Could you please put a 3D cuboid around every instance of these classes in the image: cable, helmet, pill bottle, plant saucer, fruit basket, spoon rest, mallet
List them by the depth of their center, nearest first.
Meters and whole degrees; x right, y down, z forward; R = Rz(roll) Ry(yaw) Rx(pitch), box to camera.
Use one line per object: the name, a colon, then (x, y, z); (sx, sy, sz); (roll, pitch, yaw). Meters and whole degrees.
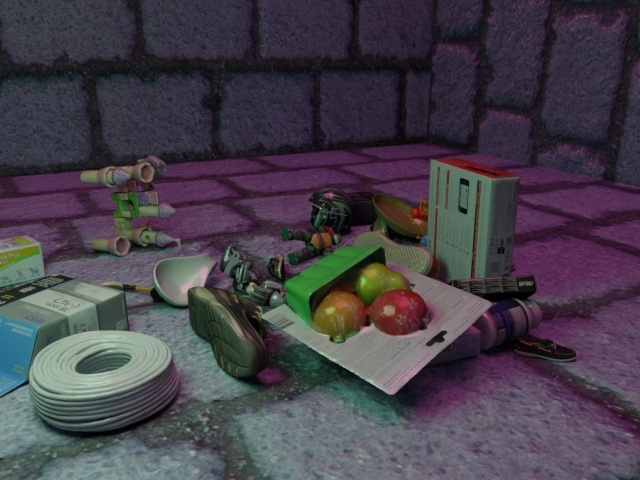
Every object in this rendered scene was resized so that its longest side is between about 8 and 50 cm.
cable: (-0.395, 0.248, 1.102); (0.257, 0.089, 0.257); (-9, 20, -27)
fruit basket: (0.111, 0.153, 1.224); (0.353, 0.165, 0.327); (27, 44, 36)
pill bottle: (0.406, 0.179, 1.327); (0.169, 0.094, 0.094); (-9, 20, -29)
spoon rest: (-0.346, 0.088, 1.579); (0.084, 0.137, 0.276); (-40, 2, 20)
mallet: (-0.474, 0.124, 1.591); (0.189, 0.039, 0.062); (6, 17, 30)
plant saucer: (0.280, -0.078, 2.092); (0.241, 0.037, 0.241); (24, 25, -12)
helmet: (0.039, -0.108, 2.113); (0.169, 0.162, 0.169); (0, 17, 0)

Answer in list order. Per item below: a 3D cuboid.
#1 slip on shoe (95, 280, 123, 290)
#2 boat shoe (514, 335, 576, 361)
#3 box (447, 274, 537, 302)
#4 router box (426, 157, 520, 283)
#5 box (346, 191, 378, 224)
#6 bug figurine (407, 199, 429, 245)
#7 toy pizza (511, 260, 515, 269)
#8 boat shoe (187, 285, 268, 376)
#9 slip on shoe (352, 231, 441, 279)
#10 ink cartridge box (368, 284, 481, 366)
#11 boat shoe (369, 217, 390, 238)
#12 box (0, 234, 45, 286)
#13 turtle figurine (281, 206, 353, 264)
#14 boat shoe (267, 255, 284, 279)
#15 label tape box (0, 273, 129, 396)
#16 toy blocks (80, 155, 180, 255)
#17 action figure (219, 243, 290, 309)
slip on shoe: (-0.576, 0.136, 1.540); (0.135, 0.051, 0.041); (-1, 56, -31)
boat shoe: (0.477, 0.226, 1.271); (0.125, 0.038, 0.046); (6, 19, 19)
box: (0.383, 0.127, 1.405); (0.190, 0.045, 0.184); (-2, -17, -2)
router box: (0.395, -0.035, 1.604); (0.082, 0.335, 0.301); (-6, 19, -18)
box: (0.147, -0.124, 2.280); (0.156, 0.093, 0.158); (-5, 17, -18)
bug figurine: (0.398, -0.032, 1.967); (0.216, 0.072, 0.279); (12, 28, -9)
toy pizza: (0.488, 0.057, 1.817); (0.201, 0.032, 0.201); (0, 18, 0)
boat shoe: (-0.180, 0.172, 1.281); (0.130, 0.132, 0.355); (-9, 21, -27)
slip on shoe: (0.208, 0.054, 1.728); (0.101, 0.123, 0.331); (28, -8, -39)
ink cartridge box: (0.199, 0.183, 1.361); (0.185, 0.065, 0.311); (-8, 22, -18)
boat shoe: (0.207, -0.051, 2.110); (0.072, 0.068, 0.190); (-13, 14, 12)
box: (-0.888, 0.064, 1.651); (0.203, 0.103, 0.114); (-16, 23, -41)
turtle figurine: (0.000, 0.000, 1.866); (0.234, 0.118, 0.175); (-12, 62, -31)
boat shoe: (-0.127, 0.080, 1.707); (0.049, 0.056, 0.152); (-5, 8, -2)
label tape box: (-0.618, 0.185, 1.272); (0.240, 0.106, 0.333); (9, 19, 28)
toy blocks: (-0.558, -0.119, 1.940); (0.260, 0.289, 0.309); (2, 14, 27)
action figure: (-0.152, 0.104, 1.483); (0.185, 0.099, 0.285); (38, -9, -38)
